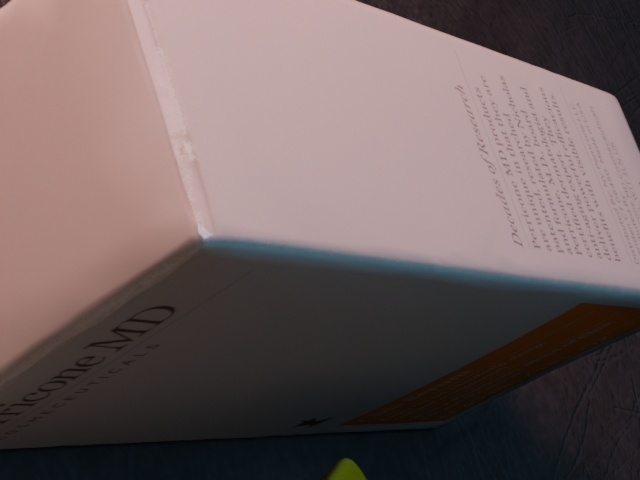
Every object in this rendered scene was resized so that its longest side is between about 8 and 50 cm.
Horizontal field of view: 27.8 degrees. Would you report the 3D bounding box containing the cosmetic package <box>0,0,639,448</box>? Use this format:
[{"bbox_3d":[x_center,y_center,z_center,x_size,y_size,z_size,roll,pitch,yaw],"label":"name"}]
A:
[{"bbox_3d":[0.000,0.000,0.724,0.453,0.230,0.161,7,58,-50],"label":"cosmetic package"}]

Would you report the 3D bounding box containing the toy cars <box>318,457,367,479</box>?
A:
[{"bbox_3d":[0.088,0.260,0.762,0.394,0.087,0.176,31,46,-41],"label":"toy cars"}]
